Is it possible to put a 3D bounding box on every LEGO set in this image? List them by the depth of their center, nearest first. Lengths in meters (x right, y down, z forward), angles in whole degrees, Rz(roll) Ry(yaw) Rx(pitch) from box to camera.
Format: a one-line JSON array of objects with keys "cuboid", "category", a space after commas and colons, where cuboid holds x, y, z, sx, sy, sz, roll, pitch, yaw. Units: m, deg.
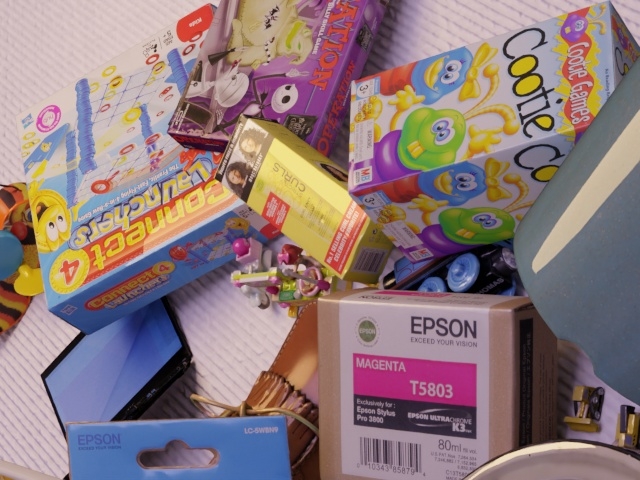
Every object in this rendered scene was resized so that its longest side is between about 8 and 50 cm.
[{"cuboid": [0.000, 0.000, 2.029, 0.287, 0.107, 0.132, -32, 53, 34], "category": "LEGO set"}]

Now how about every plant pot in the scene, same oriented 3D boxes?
[{"cuboid": [0.357, -0.042, 1.536, 0.334, 0.341, 0.341, -52, 44, 30], "category": "plant pot"}]

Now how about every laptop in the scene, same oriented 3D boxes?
[{"cuboid": [-0.280, 0.182, 2.222, 0.136, 0.264, 0.234, 45, 114, 2], "category": "laptop"}]

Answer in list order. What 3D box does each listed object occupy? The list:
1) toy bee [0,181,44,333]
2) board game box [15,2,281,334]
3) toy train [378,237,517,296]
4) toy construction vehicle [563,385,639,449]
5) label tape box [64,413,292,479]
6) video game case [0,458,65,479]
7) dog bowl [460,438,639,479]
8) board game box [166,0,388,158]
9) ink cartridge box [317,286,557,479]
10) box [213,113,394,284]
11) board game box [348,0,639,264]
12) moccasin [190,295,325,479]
[{"cuboid": [-0.394, -0.004, 2.435, 0.195, 0.162, 0.298, 62, 145, 31], "category": "toy bee"}, {"cuboid": [-0.206, -0.087, 2.239, 0.308, 0.086, 0.302, -28, 54, 18], "category": "board game box"}, {"cuboid": [0.127, 0.041, 1.906, 0.184, 0.080, 0.105, -35, 43, 33], "category": "toy train"}, {"cuboid": [0.260, 0.184, 1.737, 0.086, 0.035, 0.098, 3, 77, 47], "category": "toy construction vehicle"}, {"cuboid": [-0.120, 0.340, 1.879, 0.241, 0.106, 0.333, -3, 91, 15], "category": "label tape box"}, {"cuboid": [-0.311, 0.359, 2.089, 0.227, 0.026, 0.206, 8, 109, 49], "category": "video game case"}, {"cuboid": [0.236, 0.385, 1.598, 0.408, 0.150, 0.408, -21, 60, 40], "category": "dog bowl"}, {"cuboid": [-0.028, -0.256, 2.132, 0.208, 0.056, 0.346, 11, 71, 30], "category": "board game box"}, {"cuboid": [0.112, 0.149, 1.806, 0.235, 0.088, 0.193, 1, 96, 38], "category": "ink cartridge box"}, {"cuboid": [-0.013, -0.045, 1.953, 0.232, 0.058, 0.087, 39, 111, 39], "category": "box"}, {"cuboid": [0.181, -0.099, 1.792, 0.275, 0.144, 0.142, -16, 52, 26], "category": "board game box"}, {"cuboid": [-0.070, 0.231, 1.978, 0.139, 0.147, 0.380, 42, 106, 46], "category": "moccasin"}]
